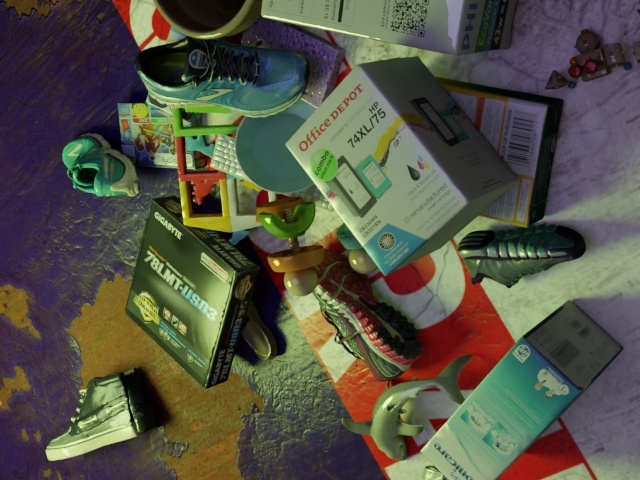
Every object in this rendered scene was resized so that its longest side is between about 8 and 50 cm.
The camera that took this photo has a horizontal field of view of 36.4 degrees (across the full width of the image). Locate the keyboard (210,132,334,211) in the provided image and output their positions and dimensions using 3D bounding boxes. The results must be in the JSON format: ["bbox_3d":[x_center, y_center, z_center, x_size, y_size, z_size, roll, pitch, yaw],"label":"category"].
[{"bbox_3d":[-0.084,-0.128,1.846,0.256,0.014,0.072,21,111,6],"label":"keyboard"}]

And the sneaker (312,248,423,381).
[{"bbox_3d":[0.051,0.138,1.816,0.299,0.121,0.112,49,132,16],"label":"sneaker"}]

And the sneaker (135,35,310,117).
[{"bbox_3d":[-0.182,-0.299,1.755,0.330,0.147,0.130,1,83,13],"label":"sneaker"}]

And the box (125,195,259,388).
[{"bbox_3d":[-0.272,0.104,2.017,0.295,0.073,0.293,38,125,32],"label":"box"}]

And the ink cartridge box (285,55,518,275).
[{"bbox_3d":[0.128,-0.124,1.543,0.198,0.197,0.270,-45,77,33],"label":"ink cartridge box"}]

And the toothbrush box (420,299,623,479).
[{"bbox_3d":[0.331,0.264,1.605,0.126,0.216,0.295,43,123,17],"label":"toothbrush box"}]

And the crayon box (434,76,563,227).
[{"bbox_3d":[0.228,-0.162,1.640,0.323,0.083,0.203,16,111,29],"label":"crayon box"}]

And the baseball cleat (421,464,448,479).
[{"bbox_3d":[0.203,0.489,1.851,0.206,0.072,0.109,-33,70,30],"label":"baseball cleat"}]

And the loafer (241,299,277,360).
[{"bbox_3d":[-0.142,0.184,1.997,0.056,0.050,0.148,-40,78,37],"label":"loafer"}]

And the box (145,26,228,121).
[{"bbox_3d":[-0.248,-0.361,1.881,0.100,0.060,0.244,25,109,5],"label":"box"}]

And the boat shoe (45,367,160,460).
[{"bbox_3d":[-0.526,0.405,2.280,0.340,0.127,0.158,-22,84,28],"label":"boat shoe"}]

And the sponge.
[{"bbox_3d":[-0.059,-0.341,1.813,0.210,0.031,0.117,31,118,23],"label":"sponge"}]

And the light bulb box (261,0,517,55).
[{"bbox_3d":[0.128,-0.498,1.529,0.361,0.225,0.358,18,112,28],"label":"light bulb box"}]

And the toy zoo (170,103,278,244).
[{"bbox_3d":[-0.181,-0.133,1.894,0.192,0.030,0.293,-1,107,7],"label":"toy zoo"}]

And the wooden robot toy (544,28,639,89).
[{"bbox_3d":[0.418,-0.290,1.492,0.173,0.076,0.079,-16,83,35],"label":"wooden robot toy"}]

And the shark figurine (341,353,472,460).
[{"bbox_3d":[0.151,0.288,1.807,0.166,0.116,0.278,25,130,-11],"label":"shark figurine"}]

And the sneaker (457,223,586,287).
[{"bbox_3d":[0.344,0.033,1.634,0.223,0.083,0.098,0,123,38],"label":"sneaker"}]

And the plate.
[{"bbox_3d":[-0.065,-0.177,1.818,0.188,0.024,0.188,-1,80,3],"label":"plate"}]

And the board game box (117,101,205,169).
[{"bbox_3d":[-0.332,-0.220,2.024,0.201,0.035,0.136,6,106,32],"label":"board game box"}]

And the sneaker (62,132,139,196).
[{"bbox_3d":[-0.491,-0.159,2.081,0.275,0.110,0.107,26,124,48],"label":"sneaker"}]

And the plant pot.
[{"bbox_3d":[-0.139,-0.488,1.702,0.263,0.229,0.263,9,107,34],"label":"plant pot"}]

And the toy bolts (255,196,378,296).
[{"bbox_3d":[0.000,0.000,1.780,0.218,0.228,0.159,-160,57,-73],"label":"toy bolts"}]
